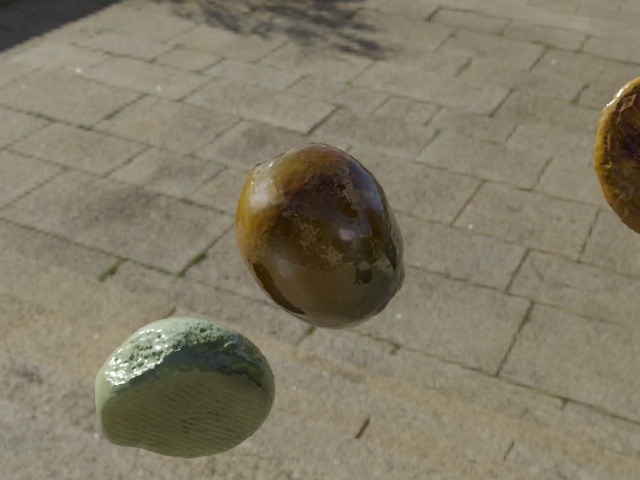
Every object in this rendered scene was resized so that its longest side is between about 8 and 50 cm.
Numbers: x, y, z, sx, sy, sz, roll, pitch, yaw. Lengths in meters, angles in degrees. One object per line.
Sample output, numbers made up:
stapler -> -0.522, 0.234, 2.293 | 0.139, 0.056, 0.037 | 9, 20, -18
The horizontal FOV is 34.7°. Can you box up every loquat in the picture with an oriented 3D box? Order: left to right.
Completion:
loquat -> 0.000, 0.000, 1.163 | 0.179, 0.227, 0.179 | -23, 17, 7

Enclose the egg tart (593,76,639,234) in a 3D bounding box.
egg tart -> 0.399, -0.088, 1.096 | 0.202, 0.203, 0.147 | 15, 6, 17

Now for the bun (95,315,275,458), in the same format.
bun -> -0.166, 0.172, 1.238 | 0.221, 0.221, 0.108 | -5, 48, -14
